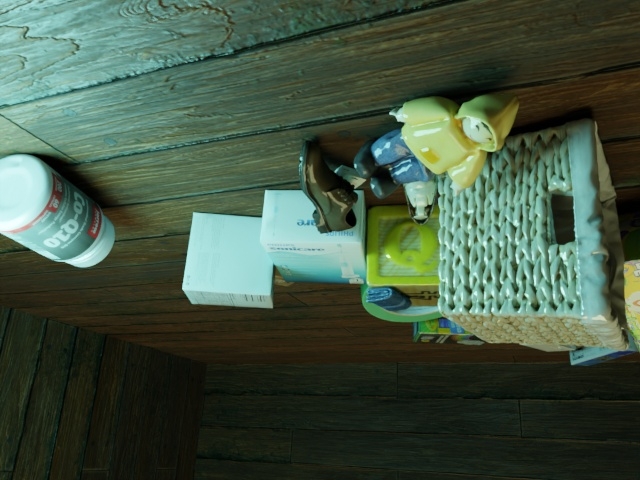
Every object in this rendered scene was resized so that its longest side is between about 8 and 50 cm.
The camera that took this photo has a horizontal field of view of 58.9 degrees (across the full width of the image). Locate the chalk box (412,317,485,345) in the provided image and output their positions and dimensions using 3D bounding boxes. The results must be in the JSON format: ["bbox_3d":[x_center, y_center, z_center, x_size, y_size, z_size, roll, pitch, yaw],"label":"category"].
[{"bbox_3d":[0.378,0.224,1.787,0.288,0.179,0.180,3,161,3],"label":"chalk box"}]

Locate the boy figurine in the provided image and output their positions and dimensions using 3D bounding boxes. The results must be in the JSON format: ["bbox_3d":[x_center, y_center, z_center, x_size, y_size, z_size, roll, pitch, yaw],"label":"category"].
[{"bbox_3d":[0.188,-0.144,0.886,0.285,0.092,0.177,-14,119,52],"label":"boy figurine"}]

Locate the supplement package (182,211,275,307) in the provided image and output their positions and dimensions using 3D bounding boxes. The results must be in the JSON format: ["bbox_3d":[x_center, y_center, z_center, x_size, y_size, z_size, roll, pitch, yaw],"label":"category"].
[{"bbox_3d":[-0.211,0.053,1.382,0.203,0.194,0.149,4,160,-1],"label":"supplement package"}]

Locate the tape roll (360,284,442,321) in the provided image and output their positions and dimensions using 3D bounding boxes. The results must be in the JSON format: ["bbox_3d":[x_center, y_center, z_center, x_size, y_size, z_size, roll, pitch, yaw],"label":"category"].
[{"bbox_3d":[0.268,0.117,1.540,0.321,0.077,0.321,-3,146,-2],"label":"tape roll"}]

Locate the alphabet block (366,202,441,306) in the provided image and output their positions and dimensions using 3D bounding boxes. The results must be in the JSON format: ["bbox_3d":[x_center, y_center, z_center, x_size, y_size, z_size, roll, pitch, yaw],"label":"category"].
[{"bbox_3d":[0.214,0.039,1.295,0.193,0.192,0.197,-4,158,13],"label":"alphabet block"}]

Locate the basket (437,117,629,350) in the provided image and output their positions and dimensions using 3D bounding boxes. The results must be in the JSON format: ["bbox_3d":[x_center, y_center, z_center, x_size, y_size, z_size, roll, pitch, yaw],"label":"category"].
[{"bbox_3d":[0.380,0.014,1.004,0.266,0.328,0.331,-6,160,30],"label":"basket"}]

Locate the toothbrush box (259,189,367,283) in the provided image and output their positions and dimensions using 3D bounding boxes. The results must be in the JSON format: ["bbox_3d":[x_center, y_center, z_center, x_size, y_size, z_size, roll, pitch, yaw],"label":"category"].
[{"bbox_3d":[0.000,0.000,1.307,0.216,0.126,0.295,1,160,9],"label":"toothbrush box"}]

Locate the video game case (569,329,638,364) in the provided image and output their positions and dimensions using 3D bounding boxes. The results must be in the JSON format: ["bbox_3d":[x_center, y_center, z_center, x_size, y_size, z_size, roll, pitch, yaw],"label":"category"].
[{"bbox_3d":[0.778,0.210,1.592,0.061,0.244,0.269,2,160,-2],"label":"video game case"}]

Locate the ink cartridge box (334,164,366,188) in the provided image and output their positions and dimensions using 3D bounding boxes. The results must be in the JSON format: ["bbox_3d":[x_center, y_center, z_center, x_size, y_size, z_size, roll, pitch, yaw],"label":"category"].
[{"bbox_3d":[0.050,-0.121,1.114,0.048,0.028,0.083,13,158,-25],"label":"ink cartridge box"}]

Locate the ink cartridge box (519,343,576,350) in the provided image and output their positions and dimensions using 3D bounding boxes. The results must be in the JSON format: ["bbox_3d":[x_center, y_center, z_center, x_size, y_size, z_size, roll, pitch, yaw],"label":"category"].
[{"bbox_3d":[0.636,0.197,1.611,0.160,0.220,0.092,19,154,-36],"label":"ink cartridge box"}]

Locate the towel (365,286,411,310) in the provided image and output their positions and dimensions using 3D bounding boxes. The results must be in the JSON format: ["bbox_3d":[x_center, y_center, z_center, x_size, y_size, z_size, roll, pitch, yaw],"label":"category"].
[{"bbox_3d":[0.151,0.131,1.240,0.067,0.029,0.119,-9,156,29],"label":"towel"}]

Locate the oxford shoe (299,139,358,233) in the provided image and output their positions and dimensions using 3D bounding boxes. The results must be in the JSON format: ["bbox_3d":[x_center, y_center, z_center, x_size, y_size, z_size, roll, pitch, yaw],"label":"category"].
[{"bbox_3d":[0.021,-0.102,1.060,0.096,0.083,0.227,-2,144,19],"label":"oxford shoe"}]

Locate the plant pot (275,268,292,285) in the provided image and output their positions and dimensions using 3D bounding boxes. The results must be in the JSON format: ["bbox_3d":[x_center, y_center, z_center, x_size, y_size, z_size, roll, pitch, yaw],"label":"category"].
[{"bbox_3d":[-0.105,0.067,1.545,0.109,0.096,0.109,13,158,-26],"label":"plant pot"}]

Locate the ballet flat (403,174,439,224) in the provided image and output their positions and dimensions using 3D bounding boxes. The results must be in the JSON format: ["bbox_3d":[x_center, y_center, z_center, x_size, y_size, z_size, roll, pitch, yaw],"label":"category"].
[{"bbox_3d":[0.196,-0.090,1.105,0.076,0.079,0.221,-1,159,13],"label":"ballet flat"}]

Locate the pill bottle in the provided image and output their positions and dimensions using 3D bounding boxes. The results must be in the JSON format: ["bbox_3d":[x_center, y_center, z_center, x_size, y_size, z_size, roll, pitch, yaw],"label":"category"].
[{"bbox_3d":[-0.568,-0.049,1.207,0.161,0.161,0.283,-1,160,10],"label":"pill bottle"}]

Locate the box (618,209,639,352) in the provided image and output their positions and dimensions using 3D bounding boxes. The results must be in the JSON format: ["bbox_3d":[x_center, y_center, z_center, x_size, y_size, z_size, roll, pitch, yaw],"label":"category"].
[{"bbox_3d":[0.770,0.076,1.154,0.290,0.177,0.279,-16,118,42],"label":"box"}]
